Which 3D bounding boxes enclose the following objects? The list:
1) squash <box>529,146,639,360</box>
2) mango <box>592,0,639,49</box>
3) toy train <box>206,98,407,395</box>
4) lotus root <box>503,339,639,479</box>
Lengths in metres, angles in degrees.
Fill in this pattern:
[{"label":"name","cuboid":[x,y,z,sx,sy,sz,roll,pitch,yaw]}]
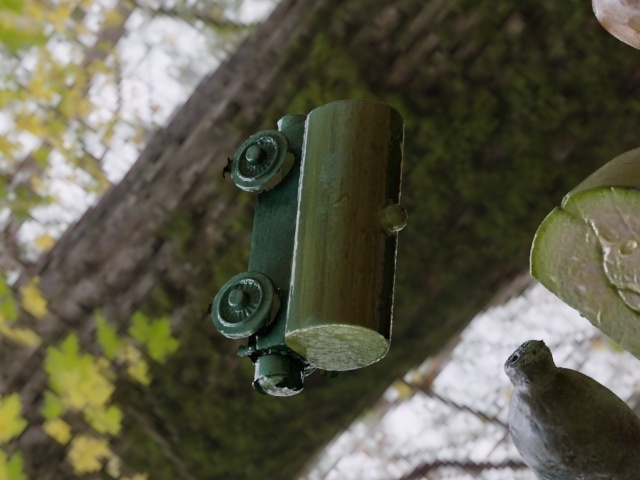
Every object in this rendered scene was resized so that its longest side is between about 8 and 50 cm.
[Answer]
[{"label":"squash","cuboid":[0.440,-0.017,2.223,0.234,0.210,0.309,37,-154,10]},{"label":"mango","cuboid":[0.451,-0.303,1.712,0.199,0.384,0.221,67,-163,-51]},{"label":"toy train","cuboid":[0.006,0.004,1.627,0.126,0.190,0.307,52,-144,-49]},{"label":"lotus root","cuboid":[0.355,0.277,2.305,0.349,0.175,0.175,46,-168,-28]}]
